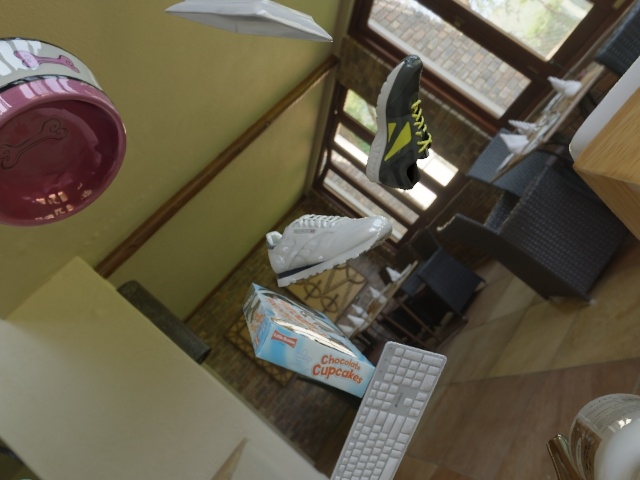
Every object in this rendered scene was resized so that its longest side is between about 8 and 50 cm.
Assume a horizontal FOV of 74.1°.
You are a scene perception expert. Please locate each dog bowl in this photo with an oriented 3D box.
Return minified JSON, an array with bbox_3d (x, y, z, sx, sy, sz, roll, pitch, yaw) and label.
[{"bbox_3d":[-0.611,-0.204,0.916,0.408,0.150,0.408,-48,-13,-14],"label":"dog bowl"}]

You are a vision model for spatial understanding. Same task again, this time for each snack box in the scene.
[{"bbox_3d":[-0.042,0.169,0.792,0.060,0.187,0.322,-64,15,-1],"label":"snack box"}]

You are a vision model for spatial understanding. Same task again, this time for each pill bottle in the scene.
[{"bbox_3d":[0.324,0.224,0.394,0.131,0.131,0.229,-52,-24,3],"label":"pill bottle"}]

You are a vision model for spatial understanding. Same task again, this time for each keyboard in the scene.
[{"bbox_3d":[0.067,0.235,0.495,0.014,0.072,0.256,-80,8,-74],"label":"keyboard"}]

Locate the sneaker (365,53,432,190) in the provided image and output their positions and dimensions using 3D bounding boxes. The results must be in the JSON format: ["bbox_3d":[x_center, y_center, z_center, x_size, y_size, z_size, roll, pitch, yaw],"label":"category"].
[{"bbox_3d":[0.052,-0.067,0.253,0.031,0.035,0.083,-44,-28,-38],"label":"sneaker"}]

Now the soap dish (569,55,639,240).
[{"bbox_3d":[0.382,-0.085,0.371,0.229,0.290,0.118,-54,36,17],"label":"soap dish"}]

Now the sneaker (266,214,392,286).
[{"bbox_3d":[0.000,0.000,0.637,0.235,0.095,0.090,-23,-6,39],"label":"sneaker"}]

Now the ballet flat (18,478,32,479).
[{"bbox_3d":[-0.394,0.507,0.604,0.116,0.342,0.124,2,-66,-59],"label":"ballet flat"}]

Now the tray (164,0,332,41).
[{"bbox_3d":[-0.117,-0.347,0.658,0.145,0.270,0.030,-6,-64,-44],"label":"tray"}]

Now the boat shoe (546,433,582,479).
[{"bbox_3d":[0.429,0.462,0.660,0.120,0.122,0.324,-47,14,20],"label":"boat shoe"}]
